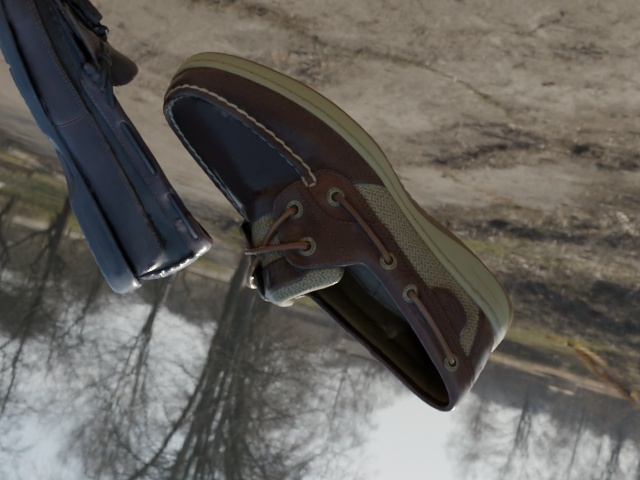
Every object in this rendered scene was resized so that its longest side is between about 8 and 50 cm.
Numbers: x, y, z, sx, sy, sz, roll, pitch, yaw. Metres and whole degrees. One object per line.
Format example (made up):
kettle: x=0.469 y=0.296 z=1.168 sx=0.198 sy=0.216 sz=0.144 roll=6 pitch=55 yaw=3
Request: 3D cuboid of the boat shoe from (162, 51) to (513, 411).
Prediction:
boat shoe: x=0.000 y=0.000 z=0.570 sx=0.342 sy=0.123 sz=0.123 roll=44 pitch=143 yaw=-9

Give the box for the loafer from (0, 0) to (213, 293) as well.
loafer: x=-0.172 y=-0.104 z=0.577 sx=0.095 sy=0.302 sz=0.109 roll=-19 pitch=-155 yaw=-7
